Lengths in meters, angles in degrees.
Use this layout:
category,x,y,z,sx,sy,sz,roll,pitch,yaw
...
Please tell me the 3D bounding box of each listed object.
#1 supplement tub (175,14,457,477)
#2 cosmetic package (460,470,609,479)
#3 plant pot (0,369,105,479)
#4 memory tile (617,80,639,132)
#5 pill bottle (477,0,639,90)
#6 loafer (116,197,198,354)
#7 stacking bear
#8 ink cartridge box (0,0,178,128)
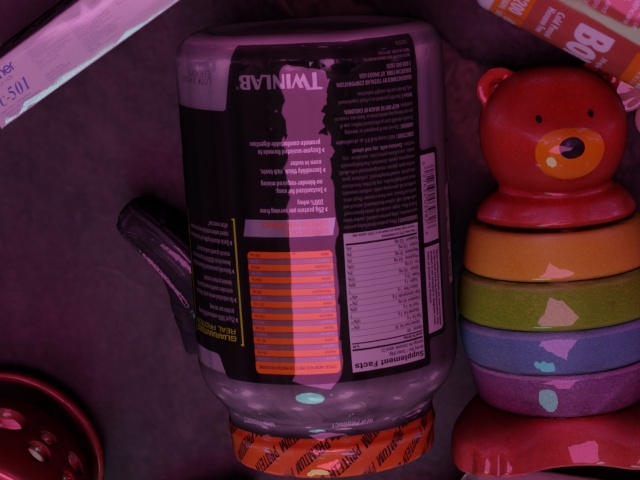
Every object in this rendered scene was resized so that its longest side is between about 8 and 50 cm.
category,x,y,z,sx,sy,sz,roll,pitch,yaw
supplement tub,0.000,0.000,1.309,0.194,0.193,0.316,-1,102,8
cosmetic package,0.247,0.267,1.403,0.309,0.113,0.160,11,152,-9
plant pot,-0.273,0.215,1.475,0.191,0.174,0.191,2,113,6
memory tile,0.291,-0.130,1.342,0.113,0.012,0.148,40,112,-10
pill bottle,0.228,-0.171,1.263,0.216,0.121,0.121,28,114,1
loafer,-0.085,0.058,1.436,0.078,0.076,0.223,-42,107,13
stacking bear,0.177,0.011,1.342,0.175,0.164,0.289,-3,102,1
ink cartridge box,-0.161,-0.170,1.336,0.207,0.097,0.046,-33,106,18
